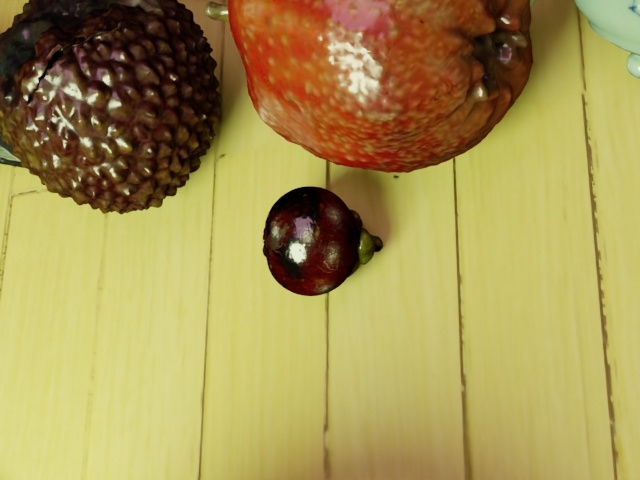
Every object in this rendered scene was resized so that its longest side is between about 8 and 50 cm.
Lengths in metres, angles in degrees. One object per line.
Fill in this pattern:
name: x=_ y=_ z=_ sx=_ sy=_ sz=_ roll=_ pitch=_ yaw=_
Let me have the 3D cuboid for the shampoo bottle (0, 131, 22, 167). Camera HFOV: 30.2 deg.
shampoo bottle: x=-0.370 y=-0.122 z=1.054 sx=0.309 sy=0.098 sz=0.071 roll=10 pitch=73 yaw=26

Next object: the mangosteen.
mangosteen: x=-0.003 y=0.000 z=0.852 sx=0.081 sy=0.081 sz=0.081 roll=-9 pitch=65 yaw=20

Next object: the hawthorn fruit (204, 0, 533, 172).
hawthorn fruit: x=0.023 y=-0.155 z=0.838 sx=0.253 sy=0.205 sz=0.205 roll=19 pitch=77 yaw=34

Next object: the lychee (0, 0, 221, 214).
lychee: x=-0.161 y=-0.110 z=0.913 sx=0.188 sy=0.188 sz=0.188 roll=-9 pitch=65 yaw=20

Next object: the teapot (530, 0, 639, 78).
teapot: x=0.239 y=-0.175 z=0.795 sx=0.232 sy=0.159 sz=0.159 roll=23 pitch=79 yaw=25
